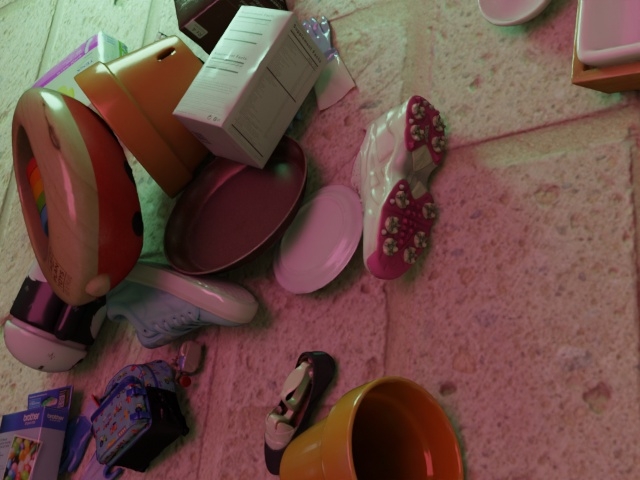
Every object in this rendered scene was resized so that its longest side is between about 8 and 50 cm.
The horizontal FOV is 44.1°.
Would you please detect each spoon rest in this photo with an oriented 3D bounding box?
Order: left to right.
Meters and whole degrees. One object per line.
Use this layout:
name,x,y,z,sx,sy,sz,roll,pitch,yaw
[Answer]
spoon rest,0.365,-0.428,1.206,0.276,0.084,0.137,-27,55,24

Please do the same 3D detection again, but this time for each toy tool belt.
toy tool belt,-0.236,0.217,1.389,0.051,0.052,0.083,-21,55,59

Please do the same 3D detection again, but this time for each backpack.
backpack,-0.320,0.288,1.364,0.158,0.116,0.173,-42,46,24

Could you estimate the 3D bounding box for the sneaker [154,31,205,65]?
sneaker,-0.313,-0.372,1.704,0.094,0.081,0.208,-57,41,11

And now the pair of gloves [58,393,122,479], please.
pair of gloves,-0.432,0.391,1.467,0.198,0.023,0.159,35,93,42

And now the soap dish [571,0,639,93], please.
soap dish,0.489,-0.315,1.036,0.290,0.118,0.229,-3,68,36

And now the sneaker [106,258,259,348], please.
sneaker,-0.251,0.128,1.401,0.365,0.135,0.150,12,93,44

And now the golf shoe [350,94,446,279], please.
golf shoe,0.106,-0.077,1.233,0.140,0.115,0.306,-9,56,44

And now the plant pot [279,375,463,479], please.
plant pot,0.051,0.302,1.043,0.188,0.205,0.205,-30,53,42

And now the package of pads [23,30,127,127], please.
package of pads,-0.576,-0.322,1.856,0.296,0.101,0.229,-30,54,23

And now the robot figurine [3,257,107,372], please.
robot figurine,-0.500,0.121,1.550,0.173,0.209,0.278,20,80,15

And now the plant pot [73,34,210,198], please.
plant pot,-0.299,-0.256,1.518,0.203,0.291,0.291,-39,49,-5

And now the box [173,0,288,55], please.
box,-0.183,-0.491,1.592,0.167,0.168,0.203,-31,54,22

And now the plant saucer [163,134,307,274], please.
plant saucer,-0.144,-0.057,1.400,0.310,0.050,0.311,-23,41,22

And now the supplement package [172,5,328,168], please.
supplement package,-0.121,-0.274,1.402,0.133,0.139,0.244,20,73,38

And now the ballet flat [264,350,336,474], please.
ballet flat,-0.046,0.258,1.206,0.074,0.074,0.203,24,85,41

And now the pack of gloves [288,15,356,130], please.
pack of gloves,-0.052,-0.322,1.497,0.195,0.046,0.232,-34,53,22

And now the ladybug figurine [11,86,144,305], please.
ladybug figurine,-0.427,-0.082,1.397,0.449,0.161,0.305,63,145,30

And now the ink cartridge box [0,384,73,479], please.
ink cartridge box,-0.565,0.433,1.506,0.185,0.065,0.311,-18,57,42

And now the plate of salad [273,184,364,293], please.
plate of salad,0.000,0.000,1.307,0.199,0.048,0.200,-27,46,32
